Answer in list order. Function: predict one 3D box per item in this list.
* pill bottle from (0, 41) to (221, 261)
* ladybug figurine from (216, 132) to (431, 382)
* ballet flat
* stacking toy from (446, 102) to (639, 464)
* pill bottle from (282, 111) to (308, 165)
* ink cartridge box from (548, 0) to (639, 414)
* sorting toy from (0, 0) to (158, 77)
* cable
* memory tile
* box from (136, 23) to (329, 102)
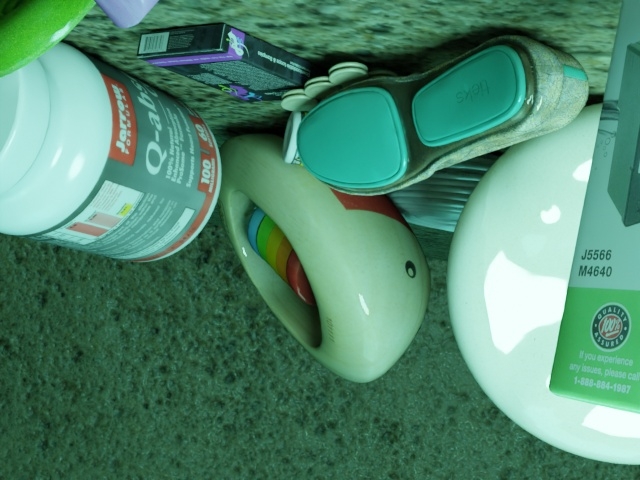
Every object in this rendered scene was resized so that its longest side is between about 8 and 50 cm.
[{"bbox_3d":[-0.277,-0.098,1.158,0.210,0.210,0.363,7,175,24],"label":"pill bottle"},{"bbox_3d":[0.000,0.000,1.412,0.162,0.305,0.449,-24,-139,-18],"label":"ladybug figurine"},{"bbox_3d":[0.105,-0.102,0.938,0.106,0.108,0.316,-7,-179,-37],"label":"ballet flat"},{"bbox_3d":[0.326,0.000,1.177,0.350,0.351,0.480,9,-165,8],"label":"stacking toy"},{"bbox_3d":[0.017,-0.115,1.278,0.116,0.065,0.065,9,175,-10],"label":"pill bottle"},{"bbox_3d":[0.240,-0.035,0.540,0.114,0.273,0.198,14,174,-24],"label":"ink cartridge box"},{"bbox_3d":[-0.248,-0.199,0.762,0.365,0.127,0.126,0,141,45],"label":"sorting toy"},{"bbox_3d":[0.195,-0.059,1.442,0.257,0.089,0.257,6,174,38],"label":"cable"},{"bbox_3d":[0.047,-0.139,1.036,0.148,0.012,0.113,9,162,-36],"label":"memory tile"},{"bbox_3d":[-0.078,-0.169,1.031,0.116,0.029,0.162,4,172,40],"label":"box"}]
